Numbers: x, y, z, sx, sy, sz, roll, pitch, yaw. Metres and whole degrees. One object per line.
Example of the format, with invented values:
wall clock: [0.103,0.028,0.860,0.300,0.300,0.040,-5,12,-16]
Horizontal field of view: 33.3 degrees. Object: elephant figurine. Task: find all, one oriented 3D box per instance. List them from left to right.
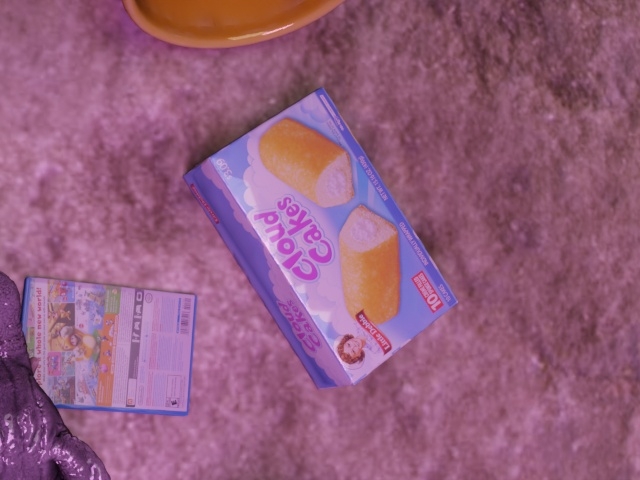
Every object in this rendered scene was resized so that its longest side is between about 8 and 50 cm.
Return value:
elephant figurine: [-0.247,0.177,0.841,0.186,0.239,0.169,32,49,6]

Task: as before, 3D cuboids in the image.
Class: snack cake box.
snack cake box: [0.000,0.000,1.088,0.152,0.089,0.264,-36,96,-26]

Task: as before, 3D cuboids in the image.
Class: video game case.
video game case: [-0.202,0.102,1.017,0.166,0.015,0.119,8,78,-24]

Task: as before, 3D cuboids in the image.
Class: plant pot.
plant pot: [-0.094,-0.352,1.034,0.254,0.254,0.239,-9,69,-26]
